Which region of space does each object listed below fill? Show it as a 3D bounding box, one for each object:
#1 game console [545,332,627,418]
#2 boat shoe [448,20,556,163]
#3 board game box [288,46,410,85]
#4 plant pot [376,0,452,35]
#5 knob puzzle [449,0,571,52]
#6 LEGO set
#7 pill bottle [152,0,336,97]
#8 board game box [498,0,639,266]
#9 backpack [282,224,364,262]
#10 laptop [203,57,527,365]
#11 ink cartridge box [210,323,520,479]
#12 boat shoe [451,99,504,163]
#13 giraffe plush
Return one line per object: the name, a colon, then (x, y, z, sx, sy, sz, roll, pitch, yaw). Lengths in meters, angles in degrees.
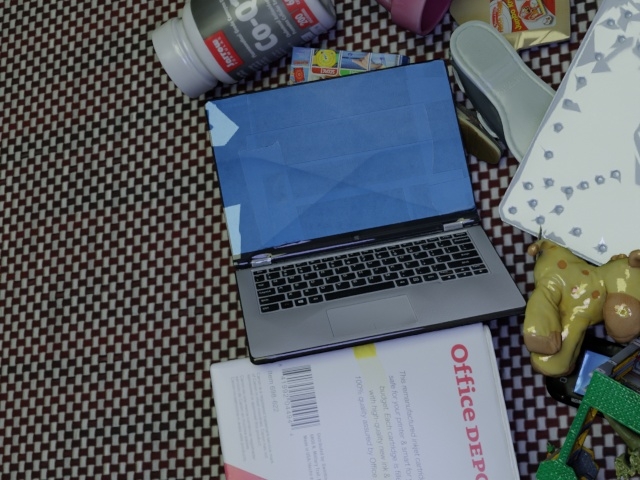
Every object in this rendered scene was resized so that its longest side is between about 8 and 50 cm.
game console: (0.478, 0.235, 1.696, 0.361, 0.044, 0.213, 18, 82, 28)
boat shoe: (0.301, -0.199, 1.885, 0.114, 0.091, 0.303, -28, 75, -3)
board game box: (0.041, -0.241, 2.027, 0.201, 0.035, 0.136, 9, 94, 26)
plant pot: (0.127, -0.450, 1.956, 0.180, 0.201, 0.201, 29, 88, 12)
knob puzzle: (0.302, -0.378, 1.973, 0.213, 0.030, 0.213, -7, 72, 22)
LEGO set: (0.463, 0.276, 1.602, 0.331, 0.192, 0.255, 21, 115, 31)
pill bottle: (-0.130, -0.364, 2.091, 0.283, 0.161, 0.161, -28, 65, 14)
board game box: (0.508, -0.120, 1.748, 0.390, 0.050, 0.390, 26, 86, 17)
backpack: (0.000, 0.000, 1.947, 0.152, 0.115, 0.182, 22, 82, 31)
laptop: (0.051, -0.055, 1.776, 0.381, 0.236, 0.408, -11, 28, -4)
ink cartridge box: (0.060, 0.283, 1.718, 0.384, 0.160, 0.279, -9, 77, -2)
boat shoe: (0.232, -0.178, 1.930, 0.049, 0.056, 0.152, -35, 64, -26)
giraffe plush: (0.375, 0.081, 1.674, 0.170, 0.181, 0.210, 0, 83, 21)
